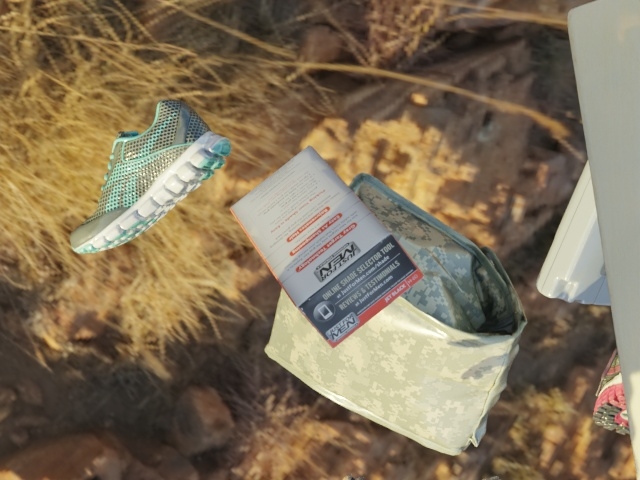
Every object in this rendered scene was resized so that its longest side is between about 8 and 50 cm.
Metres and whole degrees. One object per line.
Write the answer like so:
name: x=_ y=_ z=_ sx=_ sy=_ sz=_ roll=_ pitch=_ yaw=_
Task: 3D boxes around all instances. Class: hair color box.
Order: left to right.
hair color box: x=0.000 y=0.000 z=0.746 sx=0.072 sy=0.141 sz=0.043 roll=-38 pitch=122 yaw=1

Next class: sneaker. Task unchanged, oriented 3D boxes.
sneaker: x=-0.153 y=-0.054 z=1.000 sx=0.166 sy=0.065 sz=0.076 roll=-38 pitch=83 yaw=15
sneaker: x=0.455 y=0.161 z=1.634 sx=0.121 sy=0.299 sz=0.112 roll=20 pitch=58 yaw=-3

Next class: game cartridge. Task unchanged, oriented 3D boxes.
game cartridge: x=0.380 y=-0.020 z=1.328 sx=0.297 sy=0.062 sz=0.198 roll=6 pitch=108 yaw=-39

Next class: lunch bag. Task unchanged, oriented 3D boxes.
lunch bag: x=0.101 y=0.099 z=1.415 sx=0.169 sy=0.287 sz=0.235 roll=-40 pitch=156 yaw=-39

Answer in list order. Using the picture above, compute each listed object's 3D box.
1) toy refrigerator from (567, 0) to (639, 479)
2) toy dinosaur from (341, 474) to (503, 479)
toy refrigerator: x=0.208 y=0.007 z=0.592 sx=0.102 sy=0.094 sz=0.269 roll=-6 pitch=87 yaw=-39
toy dinosaur: x=0.091 y=0.346 z=1.172 sx=0.295 sy=0.200 sz=0.127 roll=7 pitch=143 yaw=-20
